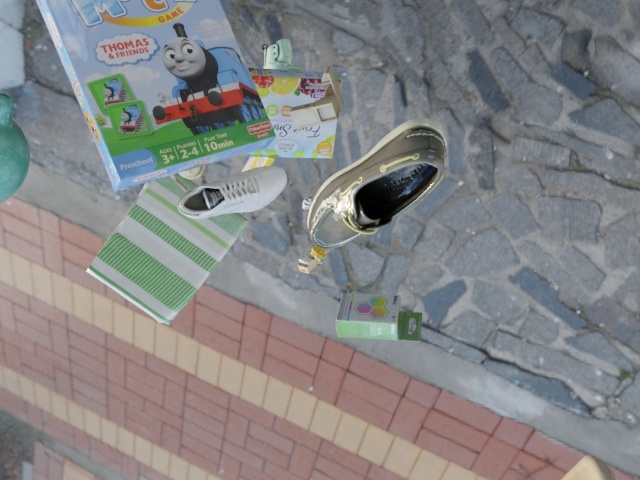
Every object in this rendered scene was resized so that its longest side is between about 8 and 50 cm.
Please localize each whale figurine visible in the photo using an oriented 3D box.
[{"bbox_3d":[-0.545,-0.142,0.844,0.141,0.216,0.272,52,168,22],"label":"whale figurine"}]

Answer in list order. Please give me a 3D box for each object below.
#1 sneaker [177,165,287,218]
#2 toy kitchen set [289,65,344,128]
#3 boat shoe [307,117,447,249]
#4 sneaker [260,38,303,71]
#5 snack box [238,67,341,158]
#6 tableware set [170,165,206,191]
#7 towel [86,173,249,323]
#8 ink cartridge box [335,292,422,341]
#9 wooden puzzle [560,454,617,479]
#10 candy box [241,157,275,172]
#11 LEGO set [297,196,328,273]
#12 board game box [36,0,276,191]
[{"bbox_3d":[-0.181,-0.098,1.207,0.235,0.095,0.090,-21,89,-3],"label":"sneaker"},{"bbox_3d":[-0.009,-0.239,0.943,0.075,0.083,0.068,-9,127,18],"label":"toy kitchen set"},{"bbox_3d":[0.077,-0.068,0.917,0.109,0.091,0.305,30,132,-23],"label":"boat shoe"},{"bbox_3d":[-0.096,-0.516,1.703,0.256,0.094,0.151,24,116,46],"label":"sneaker"},{"bbox_3d":[-0.070,-0.264,1.207,0.207,0.070,0.174,1,121,-12],"label":"snack box"},{"bbox_3d":[-0.315,-0.215,1.236,0.194,0.039,0.128,46,125,-7],"label":"tableware set"},{"bbox_3d":[-0.361,0.011,1.356,0.248,0.038,0.324,37,95,-4],"label":"towel"},{"bbox_3d":[0.151,0.193,1.468,0.210,0.109,0.062,2,125,12],"label":"ink cartridge box"},{"bbox_3d":[0.106,0.259,0.375,0.044,0.238,0.221,29,160,26],"label":"wooden puzzle"},{"bbox_3d":[-0.185,-0.215,1.675,0.027,0.105,0.206,13,144,-24],"label":"candy box"},{"bbox_3d":[0.000,0.000,1.784,0.132,0.286,0.107,7,145,-5],"label":"LEGO set"},{"bbox_3d":[-0.154,-0.169,0.545,0.039,0.160,0.211,-27,86,61],"label":"board game box"}]
